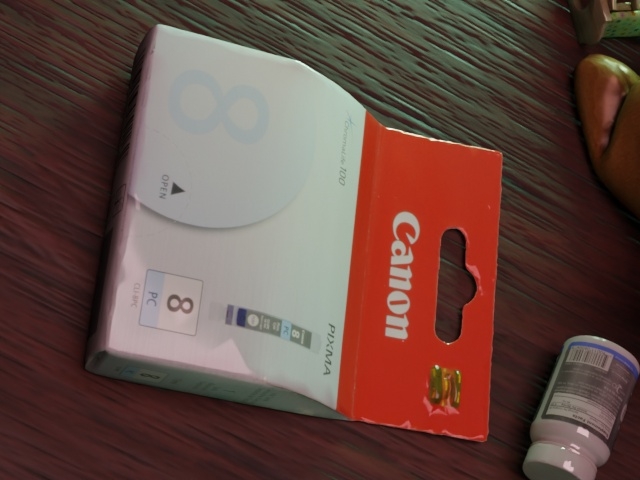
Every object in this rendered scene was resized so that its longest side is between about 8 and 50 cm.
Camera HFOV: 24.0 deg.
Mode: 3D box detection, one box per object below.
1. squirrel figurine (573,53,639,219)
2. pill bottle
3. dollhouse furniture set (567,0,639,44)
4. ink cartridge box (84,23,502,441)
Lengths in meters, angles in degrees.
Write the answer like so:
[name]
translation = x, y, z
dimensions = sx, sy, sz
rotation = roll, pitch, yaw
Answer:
[squirrel figurine]
translation = 0.457, -0.090, 1.414
dimensions = 0.281, 0.370, 0.397
rotation = 6, 70, -20
[pill bottle]
translation = 0.242, 0.165, 1.405
dimensions = 0.078, 0.078, 0.137
rotation = 31, 64, -8
[dollhouse furniture set]
translation = 0.375, -0.278, 1.568
dimensions = 0.182, 0.161, 0.101
rotation = -6, 74, -22
[ink cartridge box]
translation = 0.000, 0.000, 1.365
dimensions = 0.385, 0.091, 0.308
rotation = 12, 68, -16
